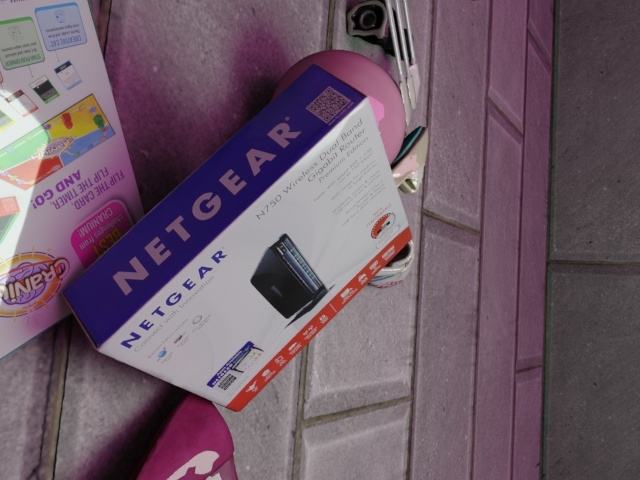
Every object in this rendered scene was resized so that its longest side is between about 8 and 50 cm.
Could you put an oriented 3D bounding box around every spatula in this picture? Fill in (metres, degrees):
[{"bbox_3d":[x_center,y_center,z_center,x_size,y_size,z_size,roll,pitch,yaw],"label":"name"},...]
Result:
[{"bbox_3d":[0.159,-0.361,1.054,0.168,0.019,0.242,-57,138,-50],"label":"spatula"}]

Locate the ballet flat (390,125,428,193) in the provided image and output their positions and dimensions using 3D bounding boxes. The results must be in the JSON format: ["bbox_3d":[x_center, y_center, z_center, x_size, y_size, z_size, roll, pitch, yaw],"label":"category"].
[{"bbox_3d":[0.117,-0.091,0.921,0.248,0.086,0.086,-45,128,-22],"label":"ballet flat"}]

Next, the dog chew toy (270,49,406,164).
[{"bbox_3d":[-0.018,-0.114,0.792,0.332,0.206,0.207,-56,134,-21],"label":"dog chew toy"}]

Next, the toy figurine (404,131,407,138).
[{"bbox_3d":[0.072,-0.135,1.023,0.173,0.130,0.159,58,55,-72],"label":"toy figurine"}]

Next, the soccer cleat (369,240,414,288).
[{"bbox_3d":[0.130,0.034,1.046,0.331,0.143,0.116,11,81,-56],"label":"soccer cleat"}]

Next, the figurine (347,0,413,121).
[{"bbox_3d":[0.142,-0.350,1.124,0.209,0.092,0.215,-7,96,-59],"label":"figurine"}]

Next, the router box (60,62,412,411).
[{"bbox_3d":[-0.057,0.024,0.633,0.335,0.082,0.301,-44,149,-6],"label":"router box"}]

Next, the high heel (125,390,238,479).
[{"bbox_3d":[-0.247,0.289,0.573,0.377,0.127,0.181,-7,67,-51],"label":"high heel"}]

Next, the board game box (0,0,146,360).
[{"bbox_3d":[-0.281,-0.068,0.469,0.242,0.064,0.317,-41,134,-48],"label":"board game box"}]
